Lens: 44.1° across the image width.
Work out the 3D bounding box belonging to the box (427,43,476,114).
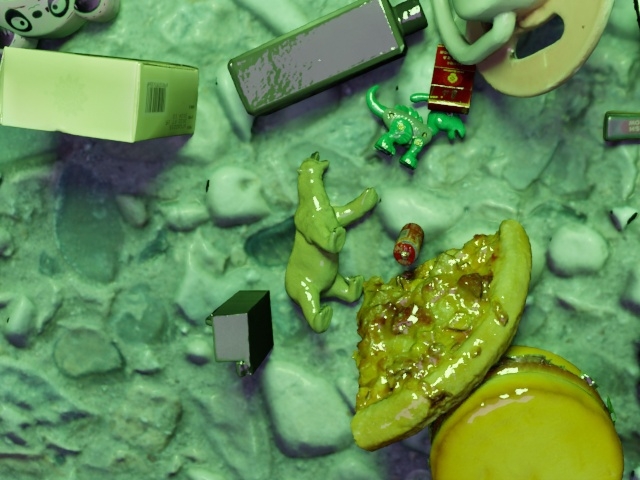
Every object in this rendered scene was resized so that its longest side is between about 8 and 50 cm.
[{"bbox_3d":[0.163,-0.199,0.972,0.052,0.023,0.082,9,75,10],"label":"box"}]

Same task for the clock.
[{"bbox_3d":[-0.386,-0.382,1.028,0.228,0.090,0.247,-19,97,13],"label":"clock"}]

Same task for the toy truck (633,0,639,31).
[{"bbox_3d":[0.484,-0.255,0.869,0.257,0.127,0.127,-12,90,13],"label":"toy truck"}]

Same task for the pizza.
[{"bbox_3d":[0.121,0.096,0.957,0.226,0.086,0.335,25,70,45],"label":"pizza"}]

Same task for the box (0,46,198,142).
[{"bbox_3d":[-0.264,-0.181,0.975,0.168,0.212,0.095,6,102,8],"label":"box"}]

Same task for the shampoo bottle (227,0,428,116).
[{"bbox_3d":[0.013,-0.234,0.981,0.246,0.080,0.079,-21,96,13],"label":"shampoo bottle"}]

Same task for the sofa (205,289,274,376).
[{"bbox_3d":[-0.105,0.119,1.028,0.060,0.147,0.085,-4,98,8],"label":"sofa"}]

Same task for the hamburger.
[{"bbox_3d":[0.244,0.243,0.974,0.246,0.170,0.246,1,111,4],"label":"hamburger"}]

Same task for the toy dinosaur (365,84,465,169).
[{"bbox_3d":[0.112,-0.148,0.996,0.132,0.059,0.096,34,91,-1],"label":"toy dinosaur"}]

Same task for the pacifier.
[{"bbox_3d":[0.238,-0.321,0.852,0.273,0.220,0.332,-8,86,11],"label":"pacifier"}]

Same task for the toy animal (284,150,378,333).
[{"bbox_3d":[0.000,0.000,1.028,0.101,0.103,0.218,17,108,32],"label":"toy animal"}]

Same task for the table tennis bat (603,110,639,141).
[{"bbox_3d":[0.495,-0.139,0.939,0.301,0.022,0.173,2,99,8],"label":"table tennis bat"}]

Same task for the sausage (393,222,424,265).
[{"bbox_3d":[0.109,0.005,0.978,0.034,0.129,0.034,2,101,10],"label":"sausage"}]
